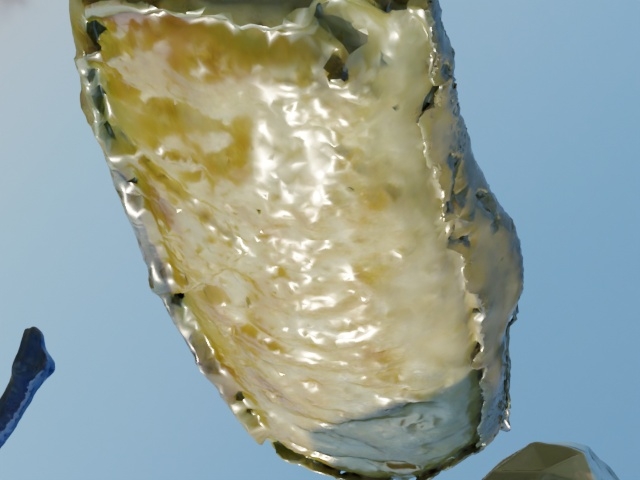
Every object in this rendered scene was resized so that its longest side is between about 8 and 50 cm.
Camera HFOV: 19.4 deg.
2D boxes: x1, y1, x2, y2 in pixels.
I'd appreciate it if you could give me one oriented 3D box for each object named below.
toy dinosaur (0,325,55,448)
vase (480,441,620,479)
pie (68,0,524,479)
[{"bbox_3d":[-0.194,0.206,0.922,0.144,0.329,0.076,0,174,32],"label":"toy dinosaur"},{"bbox_3d":[0.053,0.278,1.159,0.360,0.165,0.165,-38,-165,10],"label":"vase"},{"bbox_3d":[0.000,0.000,0.620,0.128,0.282,0.068,7,-125,17],"label":"pie"}]
